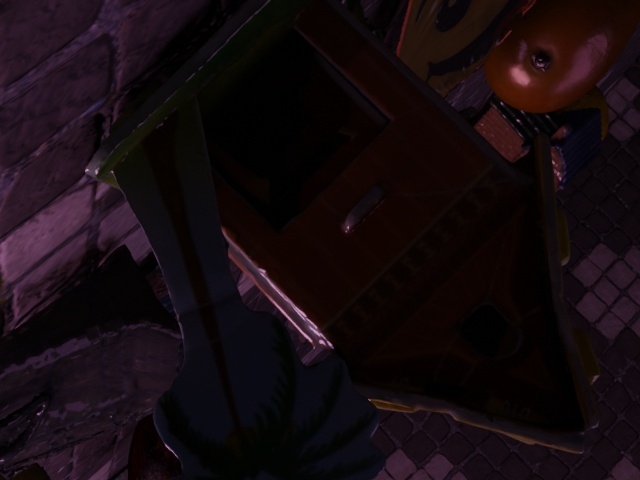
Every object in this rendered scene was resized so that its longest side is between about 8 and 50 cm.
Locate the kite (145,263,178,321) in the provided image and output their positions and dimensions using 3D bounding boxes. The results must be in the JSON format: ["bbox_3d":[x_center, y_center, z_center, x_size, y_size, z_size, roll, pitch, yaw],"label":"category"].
[{"bbox_3d":[-0.203,0.107,1.143,0.368,0.014,0.406,-35,168,-49],"label":"kite"}]

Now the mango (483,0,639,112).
[{"bbox_3d":[0.284,-0.254,1.345,0.254,0.139,0.175,-51,-174,-16],"label":"mango"}]

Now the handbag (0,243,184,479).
[{"bbox_3d":[-0.194,0.108,0.925,0.175,0.088,0.270,-30,162,-19],"label":"handbag"}]

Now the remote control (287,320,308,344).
[{"bbox_3d":[0.003,0.090,1.965,0.103,0.055,0.277,-43,171,-16],"label":"remote control"}]

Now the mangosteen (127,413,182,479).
[{"bbox_3d":[-0.108,0.310,1.613,0.311,0.311,0.311,-44,172,-8],"label":"mangosteen"}]

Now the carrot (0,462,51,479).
[{"bbox_3d":[-0.396,0.331,1.109,0.358,0.074,0.074,-38,171,-12],"label":"carrot"}]

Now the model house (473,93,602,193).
[{"bbox_3d":[0.353,-0.173,1.932,0.166,0.183,0.172,-40,172,-34],"label":"model house"}]

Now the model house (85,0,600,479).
[{"bbox_3d":[0.010,0.049,0.796,0.340,0.323,0.300,-45,171,1],"label":"model house"}]

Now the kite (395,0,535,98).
[{"bbox_3d":[0.142,-0.228,1.015,0.377,0.013,0.327,-54,162,11],"label":"kite"}]

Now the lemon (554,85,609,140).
[{"bbox_3d":[0.421,-0.212,2.145,0.180,0.180,0.193,-40,-168,-34],"label":"lemon"}]

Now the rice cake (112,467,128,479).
[{"bbox_3d":[-0.356,0.433,1.852,0.066,0.063,0.336,-50,171,28],"label":"rice cake"}]
